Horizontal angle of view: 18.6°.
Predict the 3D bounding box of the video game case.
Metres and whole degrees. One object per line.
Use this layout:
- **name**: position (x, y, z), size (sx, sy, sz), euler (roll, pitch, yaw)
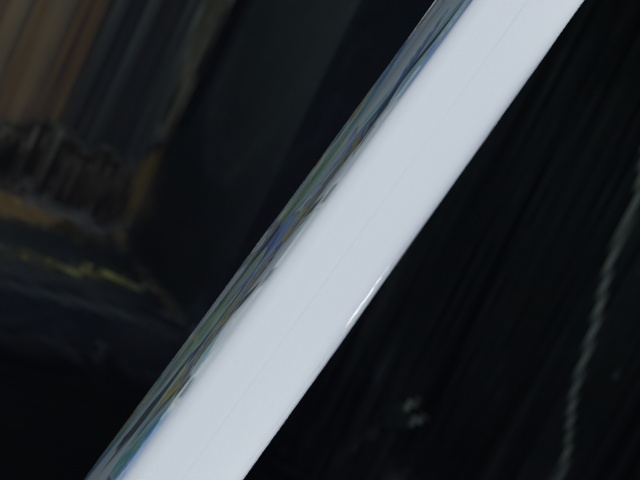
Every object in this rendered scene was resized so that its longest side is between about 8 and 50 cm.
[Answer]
- **video game case**: position (0.000, 0.000, 0.802), size (0.036, 0.329, 0.300), euler (36, 173, -3)
